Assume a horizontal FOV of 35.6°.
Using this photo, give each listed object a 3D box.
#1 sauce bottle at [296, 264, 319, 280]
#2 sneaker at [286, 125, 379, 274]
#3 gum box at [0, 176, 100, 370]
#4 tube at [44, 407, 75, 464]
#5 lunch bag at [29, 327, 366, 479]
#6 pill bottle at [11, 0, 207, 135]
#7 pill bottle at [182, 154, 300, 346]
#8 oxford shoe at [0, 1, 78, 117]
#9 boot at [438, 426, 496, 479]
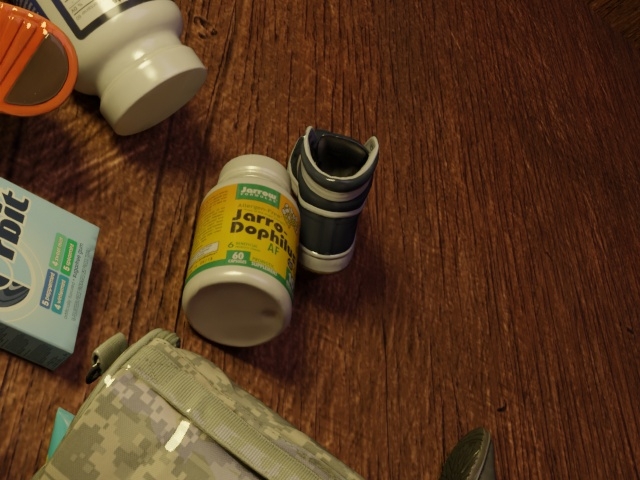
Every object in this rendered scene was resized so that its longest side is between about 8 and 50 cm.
[{"bbox_3d":[0.000,0.000,1.268,0.042,0.042,0.128,42,37,-13],"label":"sauce bottle"},{"bbox_3d":[0.014,-0.100,1.240,0.099,0.153,0.282,6,36,-5],"label":"sneaker"},{"bbox_3d":[-0.302,0.013,0.910,0.184,0.041,0.157,30,40,-29],"label":"gum box"},{"bbox_3d":[-0.207,0.232,0.817,0.080,0.052,0.207,38,32,-22],"label":"tube"},{"bbox_3d":[-0.061,0.229,0.662,0.305,0.256,0.212,37,36,7],"label":"lunch bag"},{"bbox_3d":[-0.250,-0.260,1.121,0.264,0.153,0.153,56,34,5],"label":"pill bottle"},{"bbox_3d":[-0.082,0.004,1.104,0.118,0.117,0.208,33,38,-25],"label":"pill bottle"},{"bbox_3d":[-0.414,-0.204,0.940,0.364,0.133,0.130,24,85,-17],"label":"oxford shoe"},{"bbox_3d":[0.232,0.350,1.187,0.208,0.076,0.189,34,52,-12],"label":"boot"}]
